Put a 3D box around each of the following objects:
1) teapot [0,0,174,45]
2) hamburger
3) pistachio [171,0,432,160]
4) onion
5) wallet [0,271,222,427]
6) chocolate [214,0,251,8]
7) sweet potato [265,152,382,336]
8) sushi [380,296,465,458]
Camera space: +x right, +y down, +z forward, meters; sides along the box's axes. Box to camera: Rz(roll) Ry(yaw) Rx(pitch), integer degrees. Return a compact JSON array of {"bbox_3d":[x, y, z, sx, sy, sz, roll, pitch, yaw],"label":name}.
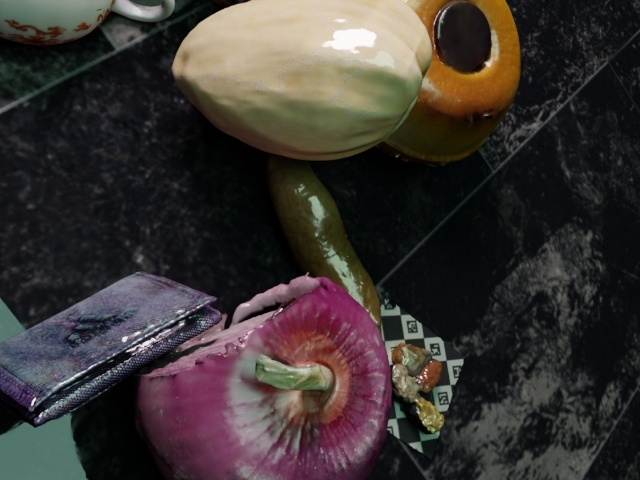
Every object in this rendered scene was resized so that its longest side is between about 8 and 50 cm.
[{"bbox_3d":[-0.234,-0.240,0.680,0.245,0.116,0.159,22,53,-33],"label":"teapot"},{"bbox_3d":[0.113,-0.191,0.862,0.237,0.147,0.237,2,86,-29],"label":"hamburger"},{"bbox_3d":[-0.017,-0.151,0.724,0.229,0.157,0.157,4,66,13],"label":"pistachio"},{"bbox_3d":[-0.034,0.137,0.649,0.200,0.200,0.207,55,26,-7],"label":"onion"},{"bbox_3d":[-0.170,0.076,0.616,0.166,0.111,0.030,-30,120,-37],"label":"wallet"},{"bbox_3d":[-0.083,-0.352,0.805,0.237,0.108,0.235,28,61,-25],"label":"chocolate"},{"bbox_3d":[0.000,0.000,0.778,0.067,0.059,0.281,-19,88,-45],"label":"sweet potato"},{"bbox_3d":[0.097,0.137,0.819,0.120,0.026,0.126,35,59,-19],"label":"sushi"}]
